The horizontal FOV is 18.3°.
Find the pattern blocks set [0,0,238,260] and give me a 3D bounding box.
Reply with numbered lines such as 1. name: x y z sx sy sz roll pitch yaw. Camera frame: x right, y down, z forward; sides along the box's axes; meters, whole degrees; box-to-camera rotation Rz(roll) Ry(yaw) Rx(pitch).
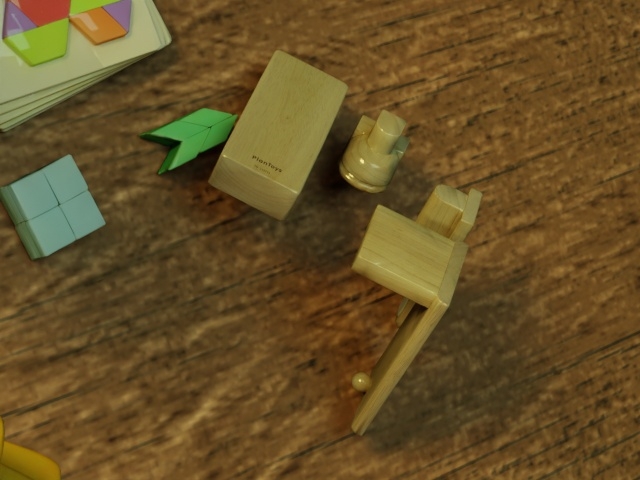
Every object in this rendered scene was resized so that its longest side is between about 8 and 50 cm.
1. pattern blocks set: -0.169 -0.167 1.113 0.285 0.026 0.325 -43 105 -35

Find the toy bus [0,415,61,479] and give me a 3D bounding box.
1. toy bus: -0.266 0.101 0.912 0.333 0.130 0.108 23 66 -30

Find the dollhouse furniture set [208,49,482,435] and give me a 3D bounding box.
1. dollhouse furniture set: 0.000 0.000 1.188 0.151 0.123 0.144 27 41 -3
